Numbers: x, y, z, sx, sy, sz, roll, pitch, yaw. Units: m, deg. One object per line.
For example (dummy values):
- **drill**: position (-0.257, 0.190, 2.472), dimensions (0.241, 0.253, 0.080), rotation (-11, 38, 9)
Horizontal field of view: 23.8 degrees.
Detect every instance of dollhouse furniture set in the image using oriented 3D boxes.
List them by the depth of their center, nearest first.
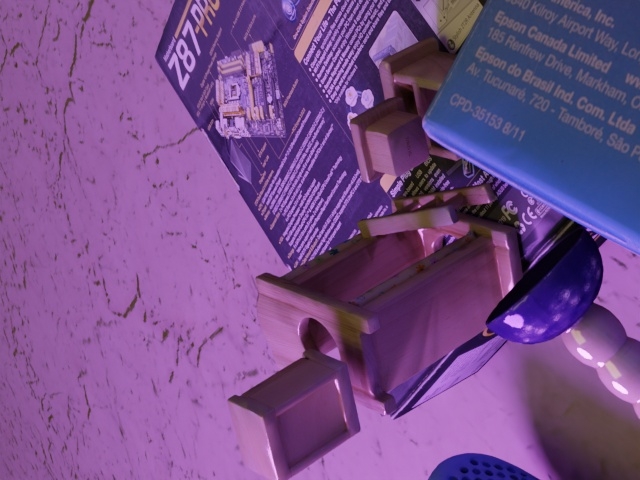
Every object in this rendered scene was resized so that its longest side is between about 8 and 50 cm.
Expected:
- **dollhouse furniture set**: position (0.000, 0.000, 0.782), dimensions (0.101, 0.182, 0.161), rotation (19, 129, 47)

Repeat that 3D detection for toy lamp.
- **toy lamp**: position (0.207, 0.112, 0.763), dimensions (0.274, 0.080, 0.080), rotation (46, 148, -1)

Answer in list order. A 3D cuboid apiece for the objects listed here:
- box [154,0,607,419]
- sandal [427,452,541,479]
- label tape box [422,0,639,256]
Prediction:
- **box**: position (0.053, -0.112, 0.895), dimensions (0.318, 0.097, 0.395), rotation (55, 148, 15)
- **sandal**: position (0.190, 0.211, 0.884), dimensions (0.317, 0.126, 0.138), rotation (33, 132, 32)
- **label tape box**: position (0.225, -0.133, 0.555), dimensions (0.249, 0.115, 0.347), rotation (35, 98, 43)
